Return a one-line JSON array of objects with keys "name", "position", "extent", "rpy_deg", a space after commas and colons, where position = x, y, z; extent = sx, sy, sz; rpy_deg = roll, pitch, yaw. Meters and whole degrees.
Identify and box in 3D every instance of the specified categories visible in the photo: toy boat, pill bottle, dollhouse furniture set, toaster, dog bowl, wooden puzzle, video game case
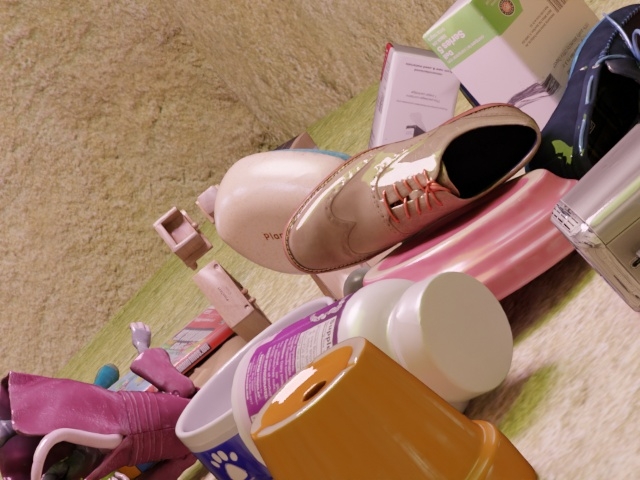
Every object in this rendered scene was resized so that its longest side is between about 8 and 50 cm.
[{"name": "toy boat", "position": [0.000, 0.000, 1.946], "extent": [0.267, 0.318, 0.148], "rpy_deg": [0, 39, 35]}, {"name": "pill bottle", "position": [0.053, 0.138, 1.488], "extent": [0.301, 0.169, 0.169], "rpy_deg": [-29, 14, 46]}, {"name": "dollhouse furniture set", "position": [-0.020, -0.009, 2.198], "extent": [0.355, 0.303, 0.174], "rpy_deg": [-40, -18, -2]}, {"name": "toaster", "position": [0.313, -0.027, 1.374], "extent": [0.146, 0.129, 0.227], "rpy_deg": [-41, 11, 7]}, {"name": "dog bowl", "position": [-0.054, 0.196, 1.824], "extent": [0.265, 0.104, 0.265], "rpy_deg": [-39, 9, 8]}, {"name": "wooden puzzle", "position": [-0.238, 0.265, 2.312], "extent": [0.347, 0.080, 0.322], "rpy_deg": [-33, 12, 13]}, {"name": "video game case", "position": [-0.253, 0.202, 2.342], "extent": [0.285, 0.025, 0.204], "rpy_deg": [-40, 12, -18]}]

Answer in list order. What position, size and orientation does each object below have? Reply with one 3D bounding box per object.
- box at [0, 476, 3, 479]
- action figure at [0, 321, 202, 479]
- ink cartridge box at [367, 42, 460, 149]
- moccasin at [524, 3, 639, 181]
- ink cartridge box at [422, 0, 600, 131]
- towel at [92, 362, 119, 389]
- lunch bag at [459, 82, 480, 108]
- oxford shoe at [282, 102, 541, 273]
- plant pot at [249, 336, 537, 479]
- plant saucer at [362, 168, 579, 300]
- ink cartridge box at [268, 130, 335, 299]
[{"name": "box", "position": [-0.422, 0.427, 2.045], "extent": [0.127, 0.149, 0.232], "rpy_deg": [-41, 9, -4]}, {"name": "action figure", "position": [-0.260, 0.243, 1.936], "extent": [0.370, 0.248, 0.275], "rpy_deg": [-8, 0, -27]}, {"name": "ink cartridge box", "position": [0.139, -0.164, 2.263], "extent": [0.197, 0.114, 0.273], "rpy_deg": [-93, 13, -78]}, {"name": "moccasin", "position": [0.388, -0.179, 1.849], "extent": [0.117, 0.137, 0.342], "rpy_deg": [-19, 37, 53]}, {"name": "ink cartridge box", "position": [0.304, -0.251, 1.981], "extent": [0.114, 0.273, 0.198], "rpy_deg": [-33, 12, 49]}, {"name": "towel", "position": [-0.484, 0.398, 2.477], "extent": [0.370, 0.040, 0.271], "rpy_deg": [-52, -6, -50]}, {"name": "lunch bag", "position": [0.331, -0.281, 2.293], "extent": [0.219, 0.176, 0.090], "rpy_deg": [-38, 10, 5]}, {"name": "oxford shoe", "position": [0.108, -0.068, 1.731], "extent": [0.348, 0.123, 0.130], "rpy_deg": [-32, 7, -1]}, {"name": "plant pot", "position": [0.046, 0.192, 1.214], "extent": [0.205, 0.188, 0.205], "rpy_deg": [-39, 10, 8]}, {"name": "plant saucer", "position": [0.177, 0.013, 1.681], "extent": [0.332, 0.084, 0.332], "rpy_deg": [-31, 5, 3]}, {"name": "ink cartridge box", "position": [-0.006, -0.044, 2.319], "extent": [0.088, 0.235, 0.193], "rpy_deg": [-32, 12, 17]}]
